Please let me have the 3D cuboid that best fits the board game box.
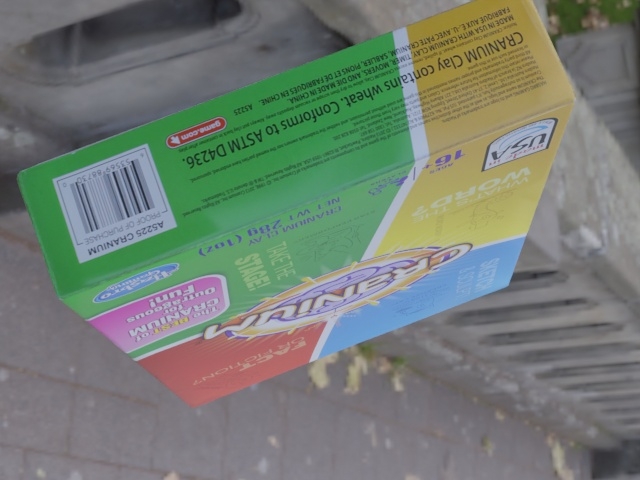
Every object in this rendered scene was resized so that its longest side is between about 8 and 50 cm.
[{"bbox_3d":[0.000,0.000,0.625,0.316,0.242,0.064,75,-7,-73],"label":"board game box"}]
